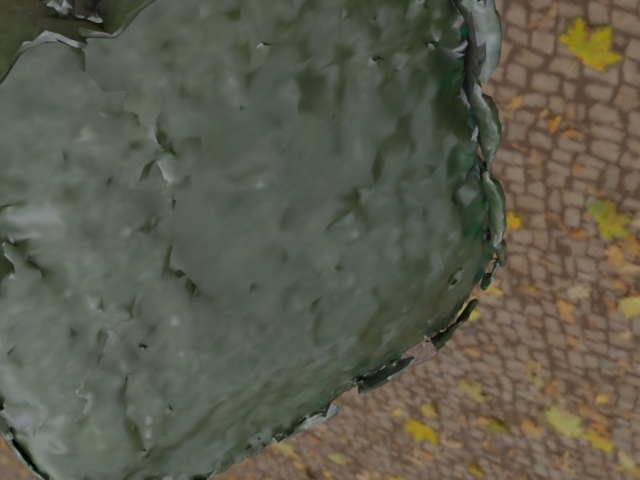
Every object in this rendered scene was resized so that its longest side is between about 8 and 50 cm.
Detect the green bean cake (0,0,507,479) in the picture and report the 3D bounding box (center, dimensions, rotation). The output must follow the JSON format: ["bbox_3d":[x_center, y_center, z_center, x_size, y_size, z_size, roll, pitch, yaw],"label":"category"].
[{"bbox_3d":[-0.047,-0.024,0.434,0.132,0.241,0.255,48,163,43],"label":"green bean cake"}]

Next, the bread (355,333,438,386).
[{"bbox_3d":[0.000,0.000,1.308,0.416,0.165,0.113,-115,9,-48],"label":"bread"}]
